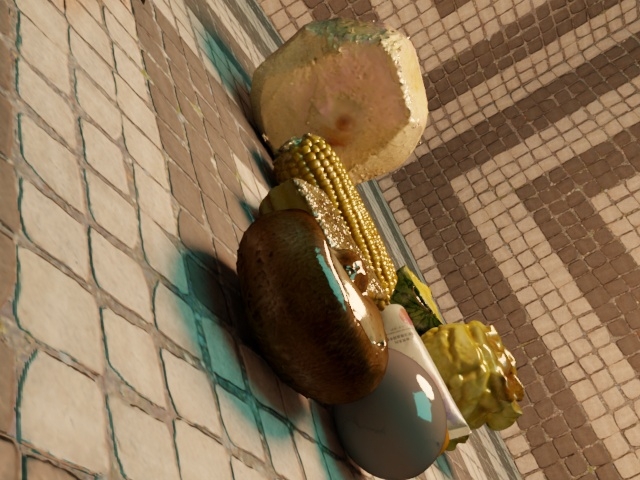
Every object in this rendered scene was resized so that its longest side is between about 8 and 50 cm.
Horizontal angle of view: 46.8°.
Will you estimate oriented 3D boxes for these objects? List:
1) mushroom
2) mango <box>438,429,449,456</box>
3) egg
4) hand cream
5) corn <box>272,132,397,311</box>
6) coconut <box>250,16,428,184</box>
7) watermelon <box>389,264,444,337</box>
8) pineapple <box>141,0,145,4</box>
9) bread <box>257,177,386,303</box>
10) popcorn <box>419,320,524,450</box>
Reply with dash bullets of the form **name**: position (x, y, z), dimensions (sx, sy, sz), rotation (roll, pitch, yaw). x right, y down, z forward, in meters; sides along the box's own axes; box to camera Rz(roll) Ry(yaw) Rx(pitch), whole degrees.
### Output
- **mushroom**: position (-0.009, 0.080, 0.889), dimensions (0.253, 0.153, 0.253), rotation (57, 8, -12)
- **mango**: position (0.151, 0.297, 1.289), dimensions (0.184, 0.085, 0.102), rotation (52, 13, 9)
- **egg**: position (0.089, 0.226, 0.983), dimensions (0.146, 0.146, 0.198), rotation (54, 6, -32)
- **hand cream**: position (0.173, 0.245, 1.453), dimensions (0.077, 0.124, 0.340), rotation (97, -22, -46)
- **corn**: position (0.035, -0.035, 1.482), dimensions (0.387, 0.144, 0.144), rotation (58, 10, -11)
- **coconut**: position (0.053, -0.314, 1.678), dimensions (0.404, 0.405, 0.404), rotation (57, 10, -17)
- **watermelon**: position (0.233, 0.174, 1.894), dimensions (0.204, 0.127, 0.232), rotation (58, 8, -16)
- **pineapple**: position (-0.262, -0.408, 0.993), dimensions (0.165, 0.166, 0.364), rotation (58, 10, -11)
- **bread**: position (-0.002, 0.024, 1.232), dimensions (0.234, 0.111, 0.184), rotation (61, 13, 13)
- **popcorn**: position (0.301, 0.299, 1.575), dimensions (0.293, 0.237, 0.293), rotation (53, 14, -20)
